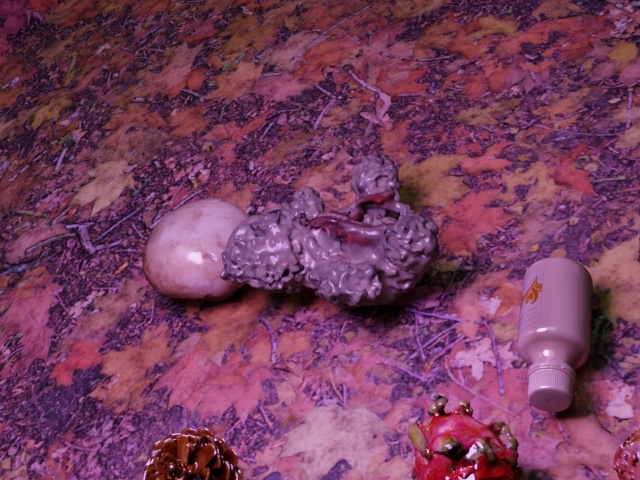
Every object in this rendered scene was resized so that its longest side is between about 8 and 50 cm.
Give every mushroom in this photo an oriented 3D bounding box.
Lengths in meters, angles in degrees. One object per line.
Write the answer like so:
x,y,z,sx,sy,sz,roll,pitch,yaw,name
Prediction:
-0.236,0.023,1.954,0.255,0.184,0.255,-16,42,15,mushroom

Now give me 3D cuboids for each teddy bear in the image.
0.000,0.000,1.775,0.367,0.224,0.357,-2,30,-10,teddy bear

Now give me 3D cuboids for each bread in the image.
0.472,0.290,1.311,0.160,0.160,0.073,-26,49,0,bread

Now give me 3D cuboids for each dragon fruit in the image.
0.200,0.313,1.424,0.160,0.166,0.172,-32,38,-13,dragon fruit

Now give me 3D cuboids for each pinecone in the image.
-0.209,0.377,1.579,0.173,0.173,0.174,-15,41,13,pinecone

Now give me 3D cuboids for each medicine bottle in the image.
0.368,0.149,1.550,0.114,0.114,0.252,-6,44,23,medicine bottle
